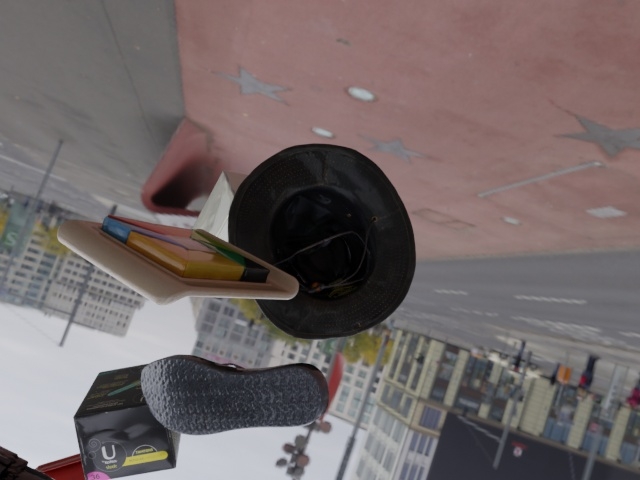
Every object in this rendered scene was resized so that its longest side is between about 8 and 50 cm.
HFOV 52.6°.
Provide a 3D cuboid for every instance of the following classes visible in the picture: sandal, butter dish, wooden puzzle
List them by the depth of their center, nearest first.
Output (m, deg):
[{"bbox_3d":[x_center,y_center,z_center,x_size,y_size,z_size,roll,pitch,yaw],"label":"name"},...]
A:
[{"bbox_3d":[-0.108,0.193,0.807,0.255,0.097,0.054,0,180,20],"label":"sandal"},{"bbox_3d":[-0.172,0.018,0.825,0.221,0.044,0.239,25,-167,32],"label":"wooden puzzle"},{"bbox_3d":[-0.460,0.463,1.172,0.160,0.118,0.160,-6,152,-45],"label":"butter dish"}]

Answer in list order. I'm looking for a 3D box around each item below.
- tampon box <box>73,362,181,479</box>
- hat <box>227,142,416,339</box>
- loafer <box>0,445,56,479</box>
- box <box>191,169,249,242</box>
[{"bbox_3d":[-0.267,0.254,0.930,0.121,0.101,0.161,-8,-169,-6],"label":"tampon box"},{"bbox_3d":[0.000,0.000,1.119,0.331,0.331,0.134,20,-179,-8],"label":"hat"},{"bbox_3d":[-0.388,0.211,0.612,0.303,0.095,0.109,8,-176,6],"label":"loafer"},{"bbox_3d":[-0.223,-0.018,1.472,0.094,0.275,0.113,8,-138,-38],"label":"box"}]
